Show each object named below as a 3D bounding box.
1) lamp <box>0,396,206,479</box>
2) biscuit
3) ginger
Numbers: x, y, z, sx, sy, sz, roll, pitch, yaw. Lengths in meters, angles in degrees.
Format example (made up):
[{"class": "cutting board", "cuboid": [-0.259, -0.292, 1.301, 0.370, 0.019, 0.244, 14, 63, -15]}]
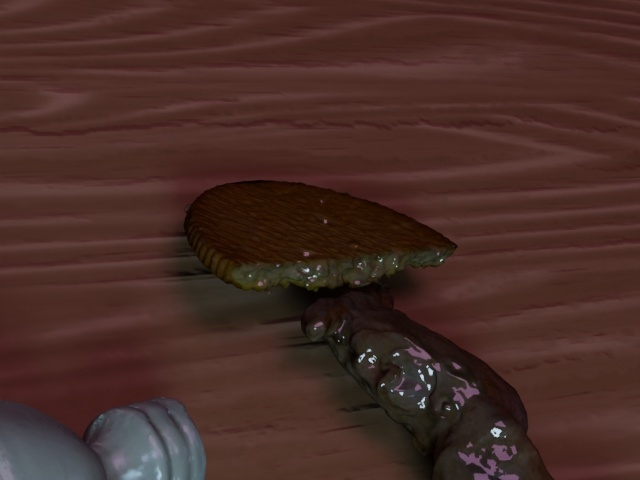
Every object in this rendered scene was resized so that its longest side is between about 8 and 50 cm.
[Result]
[{"class": "lamp", "cuboid": [-0.138, 0.124, 0.751, 0.193, 0.106, 0.106, -5, 50, -51]}, {"class": "biscuit", "cuboid": [-0.012, -0.005, 1.012, 0.206, 0.025, 0.126, -4, 30, -42]}, {"class": "ginger", "cuboid": [0.100, 0.135, 0.936, 0.290, 0.084, 0.122, 45, 17, 22]}]
